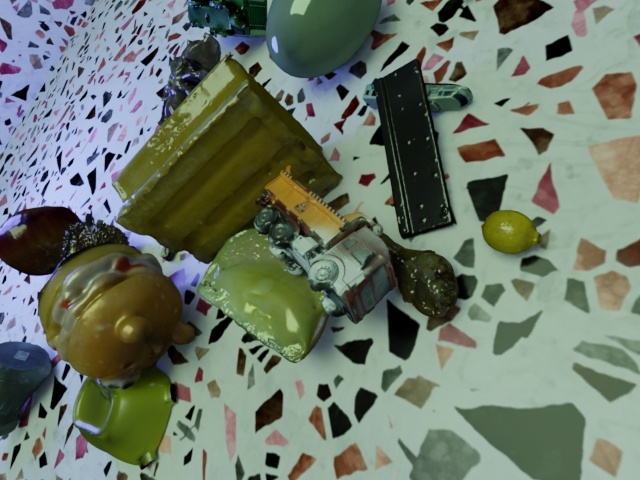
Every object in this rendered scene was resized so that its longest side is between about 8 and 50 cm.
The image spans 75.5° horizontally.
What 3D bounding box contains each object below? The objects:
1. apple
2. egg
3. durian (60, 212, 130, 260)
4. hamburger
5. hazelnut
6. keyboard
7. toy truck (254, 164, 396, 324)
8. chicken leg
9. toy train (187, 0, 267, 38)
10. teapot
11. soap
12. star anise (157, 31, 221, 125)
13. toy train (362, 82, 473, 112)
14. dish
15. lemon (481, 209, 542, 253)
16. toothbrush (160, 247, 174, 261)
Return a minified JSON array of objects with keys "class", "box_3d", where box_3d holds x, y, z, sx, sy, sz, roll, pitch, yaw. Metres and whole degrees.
[{"class":"apple","box_3d":[-0.075,0.084,0.744,0.264,0.120,0.193,26,73,30]},{"class":"egg","box_3d":[0.007,-0.470,0.861,0.282,0.203,0.203,-44,52,8]},{"class":"durian","box_3d":[-0.602,0.022,1.106,0.195,0.167,0.196,3,102,16]},{"class":"hamburger","box_3d":[-0.406,0.164,0.863,0.236,0.276,0.277,32,91,21]},{"class":"hazelnut","box_3d":[-0.874,0.002,1.303,0.251,0.217,0.217,-31,52,-7]},{"class":"keyboard","box_3d":[0.152,-0.161,0.714,0.100,0.018,0.310,-18,71,33]},{"class":"toy truck","box_3d":[0.000,0.000,0.654,0.135,0.114,0.270,-39,52,-11]},{"class":"chicken leg","box_3d":[0.138,0.040,0.650,0.198,0.068,0.085,43,121,46]},{"class":"toy train","box_3d":[-0.264,-0.626,1.141,0.154,0.115,0.269,-27,40,-33]},{"class":"teapot","box_3d":[-0.878,0.408,1.165,0.225,0.170,0.203,-62,18,6]},{"class":"soap","box_3d":[-0.166,-0.116,0.780,0.335,0.293,0.156,-41,53,16]},{"class":"star anise","box_3d":[-0.366,-0.404,1.164,0.359,0.139,0.316,-47,42,30]},{"class":"toy train","box_3d":[0.174,-0.262,0.757,0.207,0.043,0.047,17,84,39]},{"class":"dish","box_3d":[-0.444,0.361,0.895,0.262,0.108,0.221,10,78,38]},{"class":"lemon","box_3d":[0.264,-0.011,0.575,0.083,0.062,0.062,17,81,39]},{"class":"toothbrush","box_3d":[-0.338,-0.087,1.060,0.030,0.030,0.298,18,80,13]}]
